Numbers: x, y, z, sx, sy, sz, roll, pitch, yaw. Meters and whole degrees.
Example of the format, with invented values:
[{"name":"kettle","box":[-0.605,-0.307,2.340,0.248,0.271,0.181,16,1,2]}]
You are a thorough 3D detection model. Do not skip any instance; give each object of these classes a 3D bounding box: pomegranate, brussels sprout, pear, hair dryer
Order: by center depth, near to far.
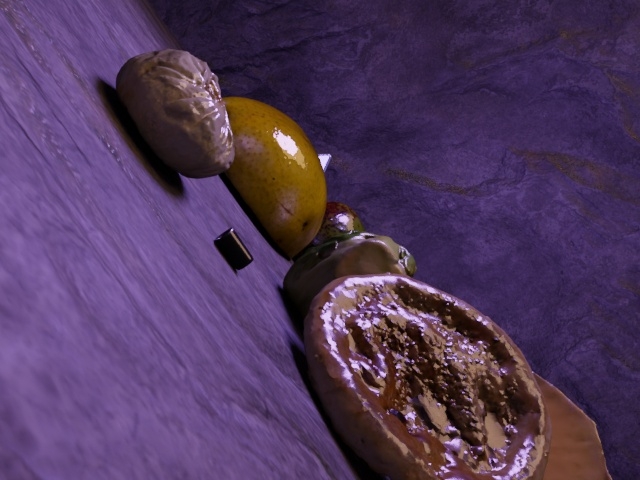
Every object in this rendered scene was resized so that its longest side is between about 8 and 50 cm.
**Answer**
[{"name":"hair dryer","box":[-0.108,0.006,0.776,0.047,0.026,0.083,58,-7,-15]},{"name":"brussels sprout","box":[0.051,0.066,1.010,0.223,0.223,0.161,-112,180,-84]},{"name":"pear","box":[-0.095,-0.154,1.391,0.386,0.191,0.340,54,3,-46]},{"name":"pomegranate","box":[0.000,0.000,1.638,0.248,0.214,0.214,15,-26,36]}]

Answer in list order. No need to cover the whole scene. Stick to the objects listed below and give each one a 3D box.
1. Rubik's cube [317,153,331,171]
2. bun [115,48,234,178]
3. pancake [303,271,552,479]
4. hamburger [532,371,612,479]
[{"name":"Rubik's cube","box":[-0.121,-0.174,2.122,0.228,0.229,0.233,-43,146,-53]},{"name":"bun","box":[-0.159,-0.150,0.749,0.164,0.111,0.188,59,-3,-16]},{"name":"pancake","box":[0.140,0.176,0.791,0.356,0.065,0.356,19,42,-18]},{"name":"hamburger","box":[0.257,0.343,0.915,0.237,0.276,0.276,84,-20,-47]}]
